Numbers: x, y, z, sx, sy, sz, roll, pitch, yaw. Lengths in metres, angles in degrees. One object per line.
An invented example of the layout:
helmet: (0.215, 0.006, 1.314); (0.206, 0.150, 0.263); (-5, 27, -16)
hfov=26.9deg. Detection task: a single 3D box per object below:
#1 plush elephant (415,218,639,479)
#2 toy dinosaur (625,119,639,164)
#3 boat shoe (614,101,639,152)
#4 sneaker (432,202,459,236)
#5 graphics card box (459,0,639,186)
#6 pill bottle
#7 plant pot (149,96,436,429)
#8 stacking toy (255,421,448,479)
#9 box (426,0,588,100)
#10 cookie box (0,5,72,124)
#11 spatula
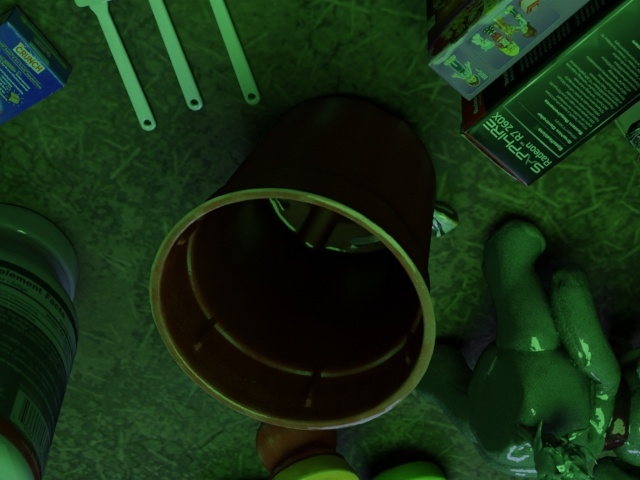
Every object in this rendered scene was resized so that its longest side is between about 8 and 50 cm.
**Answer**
plush elephant: (0.303, 0.166, 1.486); (0.255, 0.330, 0.272); (6, 122, -25)
toy dinosaur: (0.354, -0.117, 1.155); (0.218, 0.322, 0.164); (-16, 101, -8)
boat shoe: (0.374, -0.111, 1.396); (0.206, 0.075, 0.065); (46, 74, -21)
sneaker: (0.113, -0.032, 1.474); (0.083, 0.032, 0.037); (35, 121, -21)
graphics card box: (0.284, -0.237, 1.183); (0.094, 0.233, 0.371); (38, 119, -19)
pill bottle: (-0.373, 0.136, 1.421); (0.210, 0.363, 0.210); (1, 128, 2)
plant pot: (0.000, 0.000, 1.341); (0.272, 0.265, 0.272); (7, 124, 11)
stacking toy: (0.000, 0.335, 1.746); (0.279, 0.130, 0.309); (2, 136, -32)
box: (0.215, -0.277, 1.176); (0.057, 0.201, 0.293); (38, 120, -23)
cookie box: (-0.328, -0.177, 1.383); (0.107, 0.040, 0.092); (-26, 121, 21)
spatula: (-0.156, -0.222, 1.353); (0.168, 0.019, 0.242); (-12, 125, 11)
